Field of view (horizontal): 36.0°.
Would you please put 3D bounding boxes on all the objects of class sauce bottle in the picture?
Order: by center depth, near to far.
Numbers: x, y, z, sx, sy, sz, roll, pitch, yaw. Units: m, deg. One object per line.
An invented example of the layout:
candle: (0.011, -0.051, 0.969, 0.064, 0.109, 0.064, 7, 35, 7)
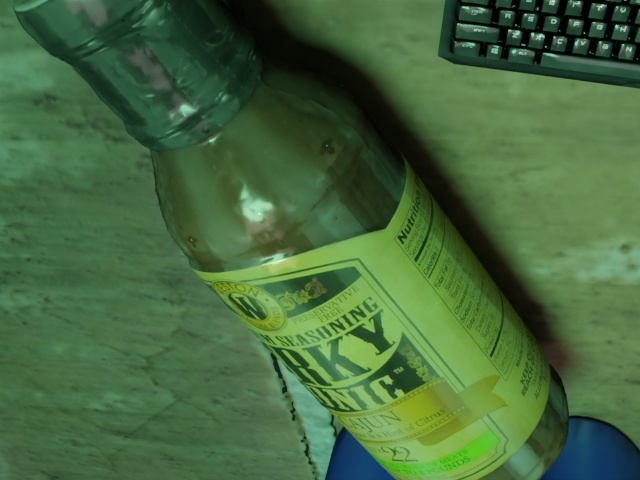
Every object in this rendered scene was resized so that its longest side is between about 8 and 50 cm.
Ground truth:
sauce bottle: (0.000, 0.000, 0.466, 0.111, 0.111, 0.344, -21, 126, 31)

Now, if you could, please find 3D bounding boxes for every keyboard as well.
keyboard: (0.141, -0.100, 0.389, 0.180, 0.023, 0.108, 8, 136, 5)

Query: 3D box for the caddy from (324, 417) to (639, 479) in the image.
caddy: (0.104, 0.262, 0.659, 0.241, 0.179, 0.341, 5, 136, 11)
